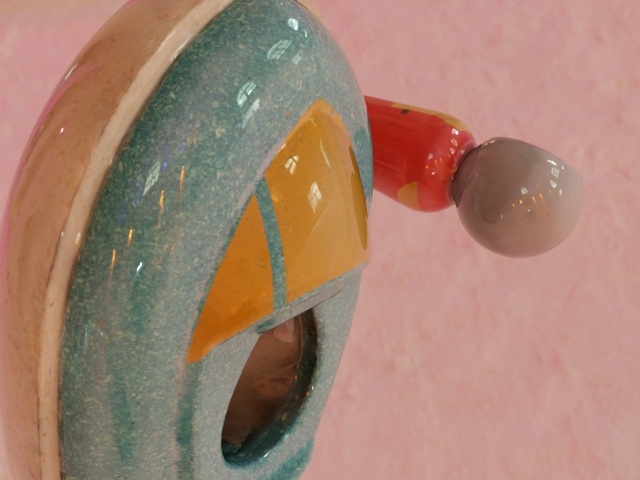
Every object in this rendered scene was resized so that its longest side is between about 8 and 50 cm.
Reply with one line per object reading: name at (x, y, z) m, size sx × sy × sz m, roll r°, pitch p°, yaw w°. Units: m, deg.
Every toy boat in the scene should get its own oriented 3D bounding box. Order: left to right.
toy boat at (0.000, 0.000, 0.499) m, size 0.148 × 0.267 × 0.318 m, roll 24°, pitch 32°, yaw 27°
